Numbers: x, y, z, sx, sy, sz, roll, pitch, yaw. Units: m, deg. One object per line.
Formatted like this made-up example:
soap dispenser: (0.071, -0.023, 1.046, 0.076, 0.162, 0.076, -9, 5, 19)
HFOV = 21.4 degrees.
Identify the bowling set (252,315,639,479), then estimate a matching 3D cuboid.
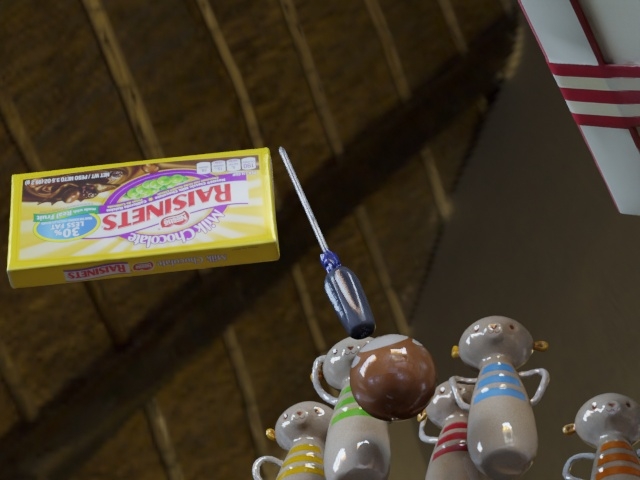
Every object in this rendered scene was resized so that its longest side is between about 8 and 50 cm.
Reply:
bowling set: (0.082, 0.104, 1.111, 0.287, 0.154, 0.199, -5, -50, 8)

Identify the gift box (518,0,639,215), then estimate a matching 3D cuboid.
gift box: (0.302, -0.170, 1.138, 0.276, 0.258, 0.255, -49, -52, -32)

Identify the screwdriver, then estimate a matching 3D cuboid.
screwdriver: (0.000, 0.000, 1.137, 0.024, 0.170, 0.025, -17, -41, -10)

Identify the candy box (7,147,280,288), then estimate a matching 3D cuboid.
candy box: (-0.137, -0.019, 1.311, 0.206, 0.105, 0.027, -6, -40, 0)
